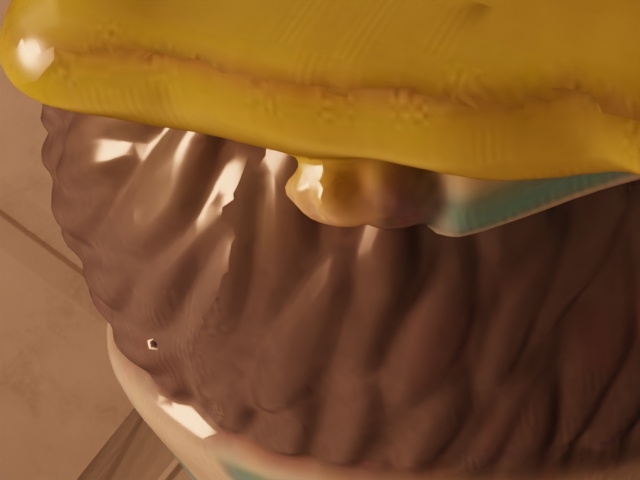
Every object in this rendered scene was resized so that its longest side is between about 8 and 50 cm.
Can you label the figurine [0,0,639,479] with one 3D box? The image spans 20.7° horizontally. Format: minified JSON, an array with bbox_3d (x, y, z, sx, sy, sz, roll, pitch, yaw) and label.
[{"bbox_3d":[0.101,0.012,0.571,0.266,0.361,0.377,-53,-29,-30],"label":"figurine"}]
